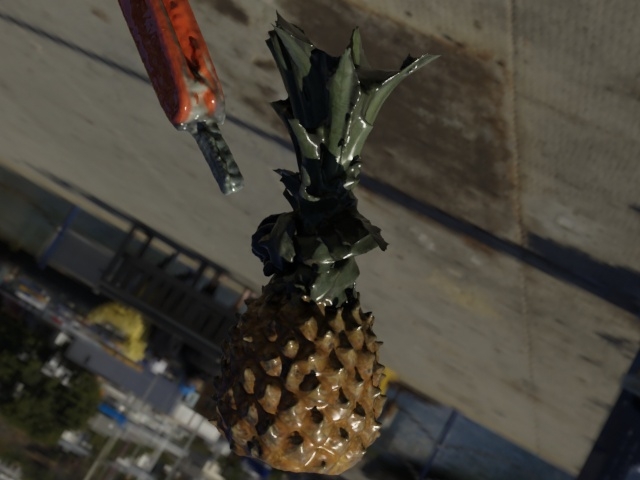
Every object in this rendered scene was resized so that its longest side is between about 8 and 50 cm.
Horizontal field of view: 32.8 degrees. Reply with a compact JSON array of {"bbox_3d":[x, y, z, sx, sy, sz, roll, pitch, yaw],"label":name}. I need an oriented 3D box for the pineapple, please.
[{"bbox_3d":[0.000,0.000,0.691,0.119,0.277,0.130,10,-172,13],"label":"pineapple"}]

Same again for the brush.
[{"bbox_3d":[-0.150,-0.190,1.089,0.070,0.051,0.323,-40,69,46],"label":"brush"}]
